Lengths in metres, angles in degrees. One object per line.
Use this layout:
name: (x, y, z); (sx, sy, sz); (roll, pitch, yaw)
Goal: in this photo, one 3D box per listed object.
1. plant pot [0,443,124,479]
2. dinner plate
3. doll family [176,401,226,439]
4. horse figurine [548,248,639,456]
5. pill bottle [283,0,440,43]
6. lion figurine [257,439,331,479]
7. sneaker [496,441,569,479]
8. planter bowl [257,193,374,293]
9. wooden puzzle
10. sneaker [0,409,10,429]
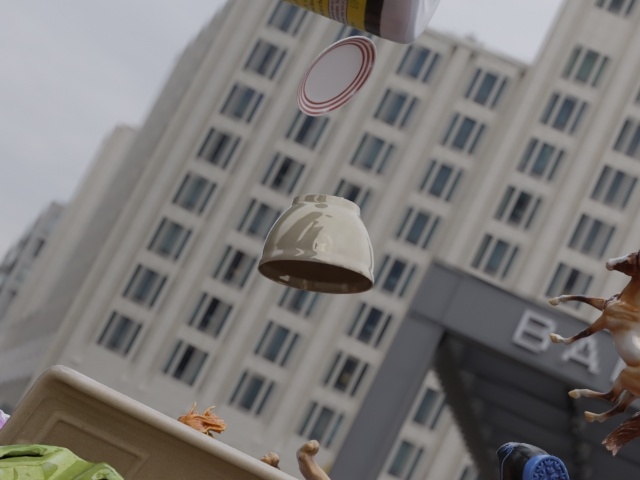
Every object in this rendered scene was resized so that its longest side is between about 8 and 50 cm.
plant pot: (-0.264, 0.331, 1.391); (0.276, 0.253, 0.276); (4, 22, -2)
dinner plate: (0.020, -0.237, 2.228); (0.017, 0.141, 0.141); (47, -1, 31)
doll family: (-0.202, 0.262, 1.951); (0.263, 0.118, 0.163); (1, -29, 17)
horse figurine: (0.409, 0.154, 2.134); (0.174, 0.263, 0.066); (-20, -7, 34)
pill bottle: (-0.035, -0.324, 1.463); (0.334, 0.188, 0.188); (21, -14, 8)
lion figurine: (-0.044, 0.418, 1.997); (0.142, 0.392, 0.240); (-6, 58, -46)
sneaker: (0.278, 0.358, 1.966); (0.090, 0.081, 0.232); (21, -52, 60)
planter bowl: (0.000, 0.000, 2.156); (0.162, 0.109, 0.162); (7, -16, 2)
wooden puzzle: (-0.231, 0.298, 1.676); (0.322, 0.348, 0.080); (30, 26, -23)
sneaker: (-0.511, 0.251, 2.279); (0.102, 0.282, 0.161); (-19, 1, 27)
